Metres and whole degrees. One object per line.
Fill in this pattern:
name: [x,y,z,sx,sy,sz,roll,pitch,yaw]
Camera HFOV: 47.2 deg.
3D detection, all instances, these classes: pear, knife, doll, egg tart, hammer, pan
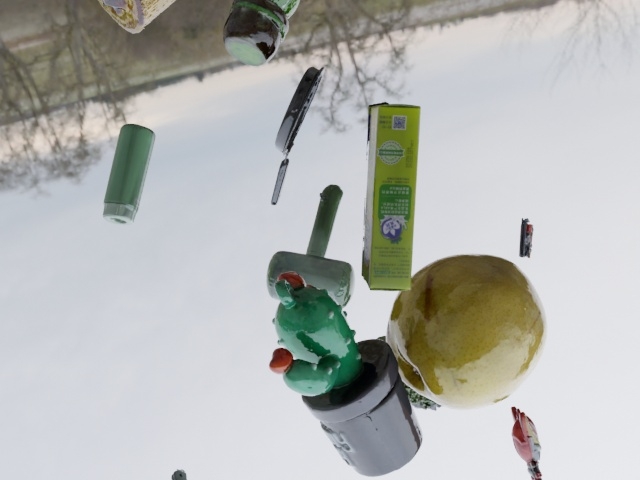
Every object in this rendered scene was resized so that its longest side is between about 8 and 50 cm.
pear: [0.281,0.173,1.426,0.314,0.314,0.314,-13,-163,4]
knife: [-0.297,0.546,1.546,0.044,0.023,0.162,22,-163,-23]
doll: [0.452,0.452,1.602,0.057,0.169,0.109,-9,174,3]
egg tart: [-0.375,-0.537,1.460,0.171,0.215,0.215,-38,-154,-24]
hammer: [0.000,0.000,1.735,0.206,0.119,0.336,9,-119,9]
pan: [-0.046,-0.147,1.063,0.028,0.235,0.136,22,-144,0]

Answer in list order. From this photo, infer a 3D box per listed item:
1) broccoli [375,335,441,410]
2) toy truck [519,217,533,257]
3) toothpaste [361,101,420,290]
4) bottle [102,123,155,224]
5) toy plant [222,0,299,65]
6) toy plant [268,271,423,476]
broccoli: [0.257,0.302,1.953,0.242,0.180,0.273,1,-143,-33]
toy truck: [0.431,-0.005,1.539,0.024,0.083,0.032,6,180,43]
toothpaste: [0.122,-0.079,1.289,0.077,0.328,0.110,1,-171,-6]
bottle: [-0.162,-0.056,0.618,0.030,0.083,0.030,8,164,2]
toy plant: [-0.083,-0.346,1.085,0.092,0.092,0.162,4,-111,47]
toy plant: [0.032,0.228,1.288,0.185,0.400,0.279,-15,-157,36]
